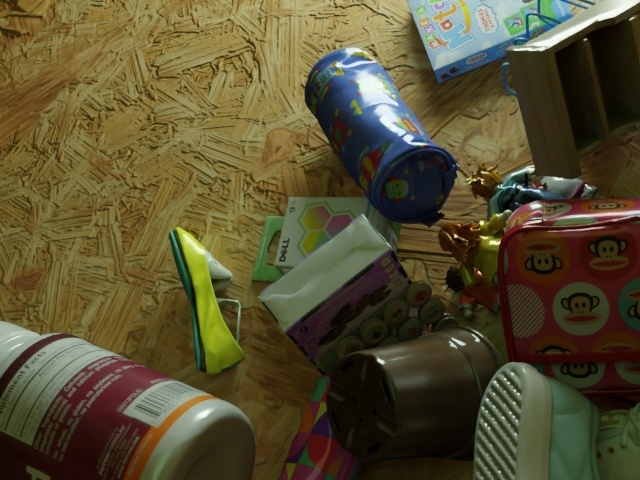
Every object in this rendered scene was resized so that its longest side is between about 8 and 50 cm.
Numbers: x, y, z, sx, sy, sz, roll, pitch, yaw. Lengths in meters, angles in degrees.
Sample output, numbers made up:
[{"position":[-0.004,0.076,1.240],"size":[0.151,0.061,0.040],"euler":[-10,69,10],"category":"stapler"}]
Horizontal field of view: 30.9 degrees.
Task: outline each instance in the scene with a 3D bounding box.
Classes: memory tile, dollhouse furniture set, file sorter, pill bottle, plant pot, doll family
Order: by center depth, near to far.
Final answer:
[{"position":[0.455,-0.188,1.334],"size":[0.256,0.362,0.394],"euler":[-32,26,-27],"category":"dollhouse furniture set"},{"position":[0.108,0.187,1.360],"size":[0.167,0.165,0.167],"euler":[2,92,50],"category":"plant pot"},{"position":[0.100,0.126,1.470],"size":[0.148,0.113,0.012],"euler":[-40,37,-2],"category":"memory tile"},{"position":[-0.301,0.252,1.483],"size":[0.392,0.224,0.224],"euler":[18,71,28],"category":"pill bottle"},{"position":[0.248,-0.021,1.487],"size":[0.163,0.118,0.263],"euler":[30,77,31],"category":"doll family"},{"position":[0.327,-0.272,1.568],"size":[0.104,0.118,0.170],"euler":[23,81,16],"category":"file sorter"}]

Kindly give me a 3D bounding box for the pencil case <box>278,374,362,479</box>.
[{"position":[0.004,0.287,1.426],"size":[0.104,0.104,0.236],"euler":[10,68,24],"category":"pencil case"}]

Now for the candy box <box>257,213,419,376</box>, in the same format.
[{"position":[0.035,0.082,1.464],"size":[0.165,0.196,0.070],"euler":[-38,56,-2],"category":"candy box"}]

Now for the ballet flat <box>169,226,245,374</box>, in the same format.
[{"position":[-0.154,0.080,1.618],"size":[0.077,0.077,0.231],"euler":[-11,61,-10],"category":"ballet flat"}]

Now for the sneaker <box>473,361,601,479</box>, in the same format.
[{"position":[0.235,0.310,1.184],"size":[0.150,0.135,0.365],"euler":[20,65,-16],"category":"sneaker"}]

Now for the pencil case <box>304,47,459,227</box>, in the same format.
[{"position":[0.082,-0.147,1.577],"size":[0.133,0.119,0.306],"euler":[-9,39,-18],"category":"pencil case"}]

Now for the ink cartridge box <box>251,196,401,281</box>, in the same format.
[{"position":[0.000,0.000,1.601],"size":[0.209,0.062,0.109],"euler":[2,64,21],"category":"ink cartridge box"}]

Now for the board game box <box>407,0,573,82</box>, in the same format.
[{"position":[0.246,-0.339,1.705],"size":[0.212,0.039,0.160],"euler":[-22,58,9],"category":"board game box"}]

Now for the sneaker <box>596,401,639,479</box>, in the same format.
[{"position":[0.367,0.189,1.260],"size":[0.169,0.292,0.108],"euler":[1,20,24],"category":"sneaker"}]

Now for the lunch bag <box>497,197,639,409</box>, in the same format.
[{"position":[0.357,0.080,1.341],"size":[0.293,0.120,0.258],"euler":[-4,106,16],"category":"lunch bag"}]
